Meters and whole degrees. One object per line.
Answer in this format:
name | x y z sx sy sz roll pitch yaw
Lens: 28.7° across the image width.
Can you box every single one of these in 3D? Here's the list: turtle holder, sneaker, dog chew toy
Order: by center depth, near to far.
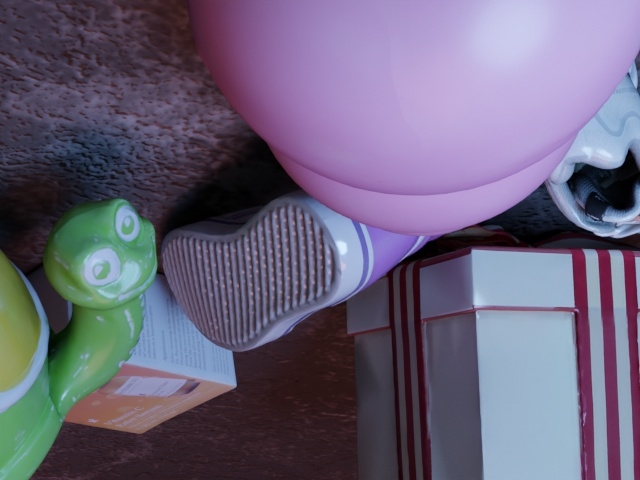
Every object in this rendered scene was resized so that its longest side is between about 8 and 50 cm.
dog chew toy | 0.050 -0.097 0.626 0.207 0.206 0.332 -10 162 2
turtle holder | -0.280 0.079 0.811 0.320 0.243 0.227 5 135 16
sneaker | 0.198 -0.048 0.852 0.110 0.118 0.292 -23 152 22
sneaker | 0.001 0.001 0.909 0.161 0.102 0.282 -29 -172 -32

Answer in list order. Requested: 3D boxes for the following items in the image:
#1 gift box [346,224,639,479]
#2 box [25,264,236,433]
gift box | 0.151 0.118 1.028 0.255 0.258 0.276 4 171 -28
box | -0.177 0.089 1.036 0.130 0.091 0.170 -29 148 36
